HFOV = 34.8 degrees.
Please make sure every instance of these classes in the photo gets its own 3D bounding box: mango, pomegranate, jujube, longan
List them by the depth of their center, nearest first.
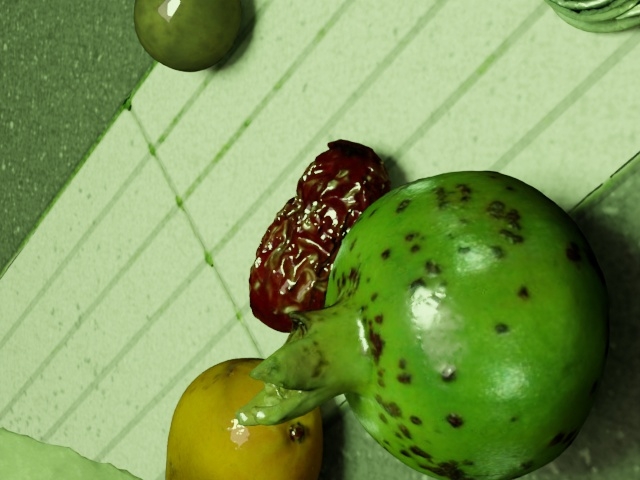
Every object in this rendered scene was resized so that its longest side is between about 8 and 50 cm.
[{"bbox_3d":[0.071,0.059,0.669,0.211,0.263,0.211,174,90,-70],"label":"pomegranate"},{"bbox_3d":[0.003,0.003,0.818,0.104,0.104,0.166,43,116,32],"label":"jujube"},{"bbox_3d":[-0.074,0.194,0.892,0.145,0.112,0.219,53,135,26],"label":"mango"},{"bbox_3d":[-0.119,-0.206,0.924,0.119,0.106,0.106,-98,32,-61],"label":"longan"}]

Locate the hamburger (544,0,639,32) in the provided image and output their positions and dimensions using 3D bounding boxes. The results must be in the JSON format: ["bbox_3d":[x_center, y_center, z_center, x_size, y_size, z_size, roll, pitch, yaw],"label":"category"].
[{"bbox_3d":[0.188,-0.210,0.671,0.133,0.062,0.140,-23,75,38],"label":"hamburger"}]

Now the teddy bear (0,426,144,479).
[{"bbox_3d":[-0.184,0.359,0.801,0.362,0.375,0.327,-54,31,34],"label":"teddy bear"}]
